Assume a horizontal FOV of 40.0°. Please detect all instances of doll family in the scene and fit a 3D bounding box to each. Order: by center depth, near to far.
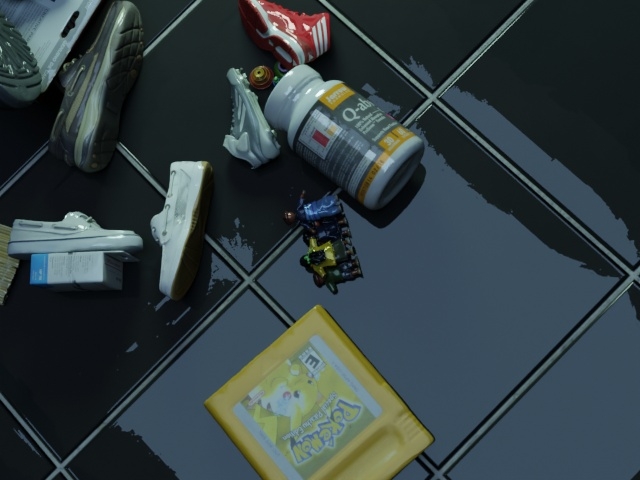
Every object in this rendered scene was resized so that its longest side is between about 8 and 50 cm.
[{"bbox_3d":[0.000,0.000,1.644,0.111,0.076,0.193,-17,71,9],"label":"doll family"}]

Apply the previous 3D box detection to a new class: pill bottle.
[{"bbox_3d":[0.041,-0.195,1.630,0.278,0.162,0.162,39,86,13],"label":"pill bottle"}]

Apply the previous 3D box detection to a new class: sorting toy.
[{"bbox_3d":[-0.092,-0.331,1.738,0.102,0.042,0.061,-23,76,3],"label":"sorting toy"}]

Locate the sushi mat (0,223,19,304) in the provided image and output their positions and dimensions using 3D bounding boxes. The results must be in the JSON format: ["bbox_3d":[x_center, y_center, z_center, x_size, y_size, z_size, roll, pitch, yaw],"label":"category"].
[{"bbox_3d":[-0.746,0.013,1.775,0.317,0.019,0.151,17,80,11],"label":"sushi mat"}]

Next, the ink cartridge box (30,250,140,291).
[{"bbox_3d":[-0.446,0.060,1.677,0.180,0.104,0.060,-2,78,8],"label":"ink cartridge box"}]

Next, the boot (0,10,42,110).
[{"bbox_3d":[-0.770,-0.287,1.697,0.445,0.146,0.367,-37,82,26],"label":"boot"}]

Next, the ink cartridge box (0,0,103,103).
[{"bbox_3d":[-0.568,-0.455,1.789,0.272,0.130,0.309,29,84,13],"label":"ink cartridge box"}]

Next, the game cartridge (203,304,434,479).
[{"bbox_3d":[-0.006,0.326,1.585,0.285,0.052,0.323,-41,75,-1],"label":"game cartridge"}]

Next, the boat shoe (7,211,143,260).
[{"bbox_3d":[-0.474,-0.011,1.706,0.268,0.096,0.088,-3,76,12],"label":"boat shoe"}]

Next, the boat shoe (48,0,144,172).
[{"bbox_3d":[-0.454,-0.316,1.744,0.130,0.132,0.355,13,79,10],"label":"boat shoe"}]

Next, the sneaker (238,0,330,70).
[{"bbox_3d":[-0.062,-0.429,1.752,0.128,0.087,0.221,-27,65,-24],"label":"sneaker"}]

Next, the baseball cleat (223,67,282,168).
[{"bbox_3d":[-0.157,-0.236,1.714,0.109,0.072,0.206,-30,72,8],"label":"baseball cleat"}]

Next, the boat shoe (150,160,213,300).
[{"bbox_3d":[-0.276,-0.022,1.678,0.096,0.098,0.277,6,70,10],"label":"boat shoe"}]
